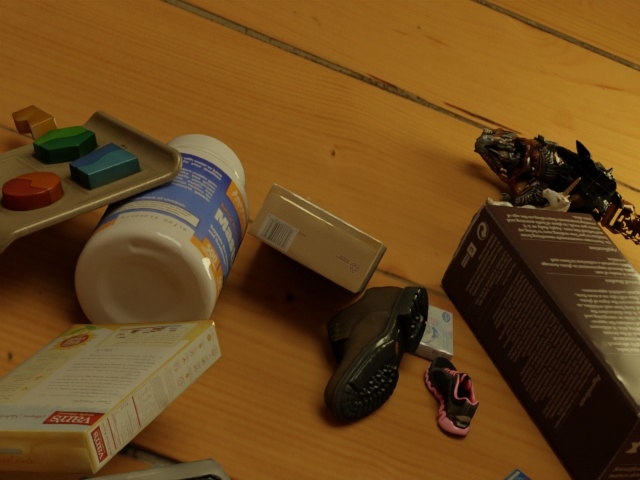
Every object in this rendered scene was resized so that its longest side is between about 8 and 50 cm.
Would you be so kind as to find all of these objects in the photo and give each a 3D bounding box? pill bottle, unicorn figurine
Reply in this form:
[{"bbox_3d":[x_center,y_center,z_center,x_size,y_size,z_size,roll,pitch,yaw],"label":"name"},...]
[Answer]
[{"bbox_3d":[-0.162,-0.011,1.719,0.152,0.152,0.272,25,31,-3],"label":"pill bottle"},{"bbox_3d":[0.272,-0.022,2.114,0.111,0.162,0.060,18,-12,3],"label":"unicorn figurine"}]

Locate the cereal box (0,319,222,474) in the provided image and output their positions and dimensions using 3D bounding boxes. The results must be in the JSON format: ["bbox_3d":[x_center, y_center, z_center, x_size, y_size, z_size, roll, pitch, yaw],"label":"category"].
[{"bbox_3d":[-0.222,0.142,1.461,0.173,0.047,0.240,-2,20,27],"label":"cereal box"}]

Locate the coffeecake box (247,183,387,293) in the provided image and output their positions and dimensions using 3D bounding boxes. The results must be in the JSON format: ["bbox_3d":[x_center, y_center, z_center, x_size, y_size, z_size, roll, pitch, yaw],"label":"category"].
[{"bbox_3d":[0.000,0.000,1.831,0.142,0.068,0.185,29,1,5],"label":"coffeecake box"}]

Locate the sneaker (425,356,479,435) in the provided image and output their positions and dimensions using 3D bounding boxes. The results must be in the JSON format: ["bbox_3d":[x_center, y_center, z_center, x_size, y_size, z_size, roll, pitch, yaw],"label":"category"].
[{"bbox_3d":[0.156,0.167,1.786,0.047,0.057,0.119,12,32,-20],"label":"sneaker"}]

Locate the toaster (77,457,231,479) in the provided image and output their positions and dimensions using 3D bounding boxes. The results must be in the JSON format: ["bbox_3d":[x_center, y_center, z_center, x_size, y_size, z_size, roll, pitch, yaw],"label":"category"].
[{"bbox_3d":[-0.141,0.282,1.335,0.168,0.110,0.185,-4,42,-39],"label":"toaster"}]

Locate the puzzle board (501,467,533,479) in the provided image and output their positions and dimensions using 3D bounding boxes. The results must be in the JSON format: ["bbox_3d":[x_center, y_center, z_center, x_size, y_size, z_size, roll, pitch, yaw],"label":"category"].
[{"bbox_3d":[0.220,0.300,1.678,0.096,0.011,0.128,37,31,19],"label":"puzzle board"}]

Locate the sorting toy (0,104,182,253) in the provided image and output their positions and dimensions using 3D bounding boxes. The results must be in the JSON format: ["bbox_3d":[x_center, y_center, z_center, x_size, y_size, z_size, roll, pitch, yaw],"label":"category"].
[{"bbox_3d":[-0.318,-0.088,1.714,0.229,0.041,0.307,-27,31,-26],"label":"sorting toy"}]

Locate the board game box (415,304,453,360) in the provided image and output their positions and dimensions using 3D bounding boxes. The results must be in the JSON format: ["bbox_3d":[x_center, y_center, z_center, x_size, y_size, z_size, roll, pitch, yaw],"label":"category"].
[{"bbox_3d":[0.116,0.104,1.886,0.090,0.020,0.090,20,31,-8],"label":"board game box"}]

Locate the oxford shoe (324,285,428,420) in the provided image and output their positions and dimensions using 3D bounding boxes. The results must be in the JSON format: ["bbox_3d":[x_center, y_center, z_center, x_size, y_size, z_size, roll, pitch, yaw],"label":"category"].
[{"bbox_3d":[0.044,0.127,1.762,0.096,0.083,0.227,7,30,21],"label":"oxford shoe"}]

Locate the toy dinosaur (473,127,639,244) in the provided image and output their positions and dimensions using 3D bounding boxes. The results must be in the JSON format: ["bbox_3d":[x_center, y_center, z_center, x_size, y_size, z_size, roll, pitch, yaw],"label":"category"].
[{"bbox_3d":[0.368,-0.072,2.235,0.322,0.164,0.218,10,11,13],"label":"toy dinosaur"}]

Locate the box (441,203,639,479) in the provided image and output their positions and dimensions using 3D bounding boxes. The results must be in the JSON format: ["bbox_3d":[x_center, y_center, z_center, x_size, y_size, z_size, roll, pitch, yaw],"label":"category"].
[{"bbox_3d":[0.328,0.127,1.902,0.191,0.143,0.381,5,35,-33],"label":"box"}]
